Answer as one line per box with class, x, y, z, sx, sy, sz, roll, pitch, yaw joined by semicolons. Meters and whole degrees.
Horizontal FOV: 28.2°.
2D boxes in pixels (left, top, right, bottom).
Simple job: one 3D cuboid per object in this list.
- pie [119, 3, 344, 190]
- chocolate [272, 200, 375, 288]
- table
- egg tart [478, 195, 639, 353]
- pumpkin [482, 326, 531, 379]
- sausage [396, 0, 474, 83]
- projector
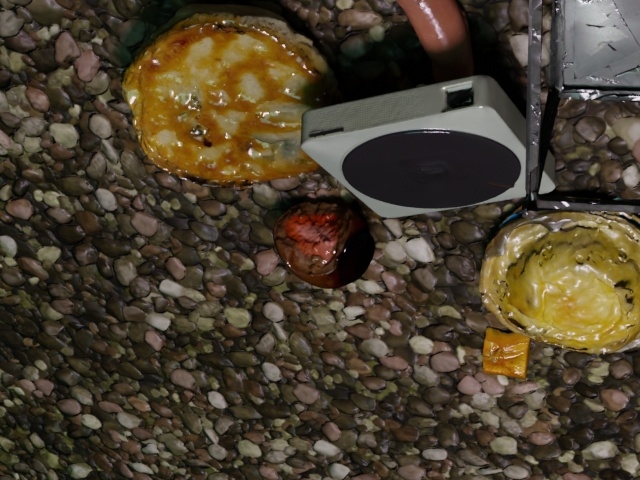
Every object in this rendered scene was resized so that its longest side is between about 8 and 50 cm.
pie;-0.114;-0.188;1.710;0.315;0.092;0.315;8;135;8
chocolate;0.000;0.000;1.810;0.133;0.124;0.127;39;140;29
table;0.347;-0.229;1.397;0.222;0.272;0.335;5;130;14
egg tart;0.355;0.066;1.752;0.291;0.107;0.290;9;131;10
pumpkin;0.280;0.174;1.915;0.073;0.035;0.101;4;127;12
sausage;0.118;-0.299;1.547;0.078;0.078;0.304;-16;123;29
projector;0.142;-0.119;1.633;0.257;0.079;0.259;-9;154;27
